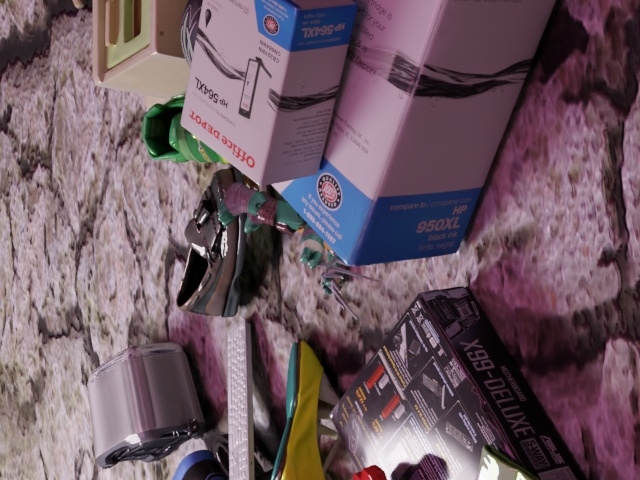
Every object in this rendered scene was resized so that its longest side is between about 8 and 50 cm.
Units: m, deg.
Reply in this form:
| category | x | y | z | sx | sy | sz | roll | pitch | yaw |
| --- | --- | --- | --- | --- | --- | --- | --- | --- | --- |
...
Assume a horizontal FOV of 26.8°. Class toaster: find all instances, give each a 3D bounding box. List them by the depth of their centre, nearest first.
| category | x | y | z | sx | sy | sz | roll | pitch | yaw |
| --- | --- | --- | --- | --- | --- | --- | --- | --- | --- |
| toaster | -0.261 | 0.243 | 1.996 | 0.227 | 0.129 | 0.147 | -36 | 64 | 51 |

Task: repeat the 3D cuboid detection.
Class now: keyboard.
| category | x | y | z | sx | sy | sz | roll | pitch | yaw |
| --- | --- | --- | --- | --- | --- | --- | --- | --- | --- |
| keyboard | -0.111 | 0.237 | 1.830 | 0.072 | 0.014 | 0.256 | -35 | 52 | 54 |

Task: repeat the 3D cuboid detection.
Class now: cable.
| category | x | y | z | sx | sy | sz | roll | pitch | yaw |
| --- | --- | --- | --- | --- | --- | --- | --- | --- | --- |
| cable | -0.055 | 0.332 | 1.814 | 0.287 | 0.072 | 0.140 | 6 | 114 | 65 |

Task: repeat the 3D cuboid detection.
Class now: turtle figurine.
| category | x | y | z | sx | sy | sz | roll | pitch | yaw |
| --- | --- | --- | --- | --- | --- | --- | --- | --- | --- |
| turtle figurine | 0.000 | 0.000 | 1.620 | 0.234 | 0.175 | 0.118 | 24 | 75 | 25 |

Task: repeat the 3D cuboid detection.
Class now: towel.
| category | x | y | z | sx | sy | sz | roll | pitch | yaw |
| --- | --- | --- | --- | --- | --- | --- | --- | --- | --- |
| towel | 0.185 | 0.297 | 1.356 | 0.113 | 0.023 | 0.152 | 30 | 118 | 45 |

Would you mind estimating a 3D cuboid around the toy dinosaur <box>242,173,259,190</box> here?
| category | x | y | z | sx | sy | sz | roll | pitch | yaw |
| --- | --- | --- | --- | --- | --- | --- | --- | --- | --- |
| toy dinosaur | -0.059 | -0.125 | 1.743 | 0.112 | 0.064 | 0.211 | -43 | 67 | 24 |

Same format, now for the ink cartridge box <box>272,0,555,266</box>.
| category | x | y | z | sx | sy | sz | roll | pitch | yaw |
| --- | --- | --- | --- | --- | --- | --- | --- | --- | --- |
| ink cartridge box | 0.073 | -0.216 | 1.444 | 0.285 | 0.166 | 0.395 | 47 | 131 | 40 |

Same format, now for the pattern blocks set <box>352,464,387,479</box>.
| category | x | y | z | sx | sy | sz | roll | pitch | yaw |
| --- | --- | --- | --- | --- | --- | --- | --- | --- | --- |
| pattern blocks set | 0.073 | 0.413 | 1.570 | 0.325 | 0.026 | 0.285 | 119 | 132 | -65 |

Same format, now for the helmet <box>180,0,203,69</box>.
| category | x | y | z | sx | sy | sz | roll | pitch | yaw |
| --- | --- | --- | --- | --- | --- | --- | --- | --- | --- |
| helmet | -0.089 | -0.245 | 1.643 | 0.169 | 0.161 | 0.169 | 48 | 147 | 46 |

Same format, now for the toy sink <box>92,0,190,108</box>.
| category | x | y | z | sx | sy | sz | roll | pitch | yaw |
| --- | --- | --- | --- | --- | --- | --- | --- | --- | --- |
| toy sink | -0.235 | -0.289 | 1.864 | 0.234 | 0.131 | 0.153 | -15 | 72 | 54 |

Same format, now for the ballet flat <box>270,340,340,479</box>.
| category | x | y | z | sx | sy | sz | roll | pitch | yaw |
| --- | --- | --- | --- | --- | --- | --- | --- | --- | --- |
| ballet flat | -0.012 | 0.225 | 1.682 | 0.231 | 0.077 | 0.077 | -82 | 4 | -47 |

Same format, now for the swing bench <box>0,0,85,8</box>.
| category | x | y | z | sx | sy | sz | roll | pitch | yaw |
| --- | --- | --- | --- | --- | --- | --- | --- | --- | --- |
| swing bench | -0.387 | -0.501 | 2.032 | 0.253 | 0.165 | 0.255 | -6 | 89 | 54 |

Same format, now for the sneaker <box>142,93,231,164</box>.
| category | x | y | z | sx | sy | sz | roll | pitch | yaw |
| --- | --- | --- | --- | --- | --- | --- | --- | --- | --- |
| sneaker | -0.180 | -0.159 | 1.798 | 0.295 | 0.123 | 0.110 | -164 | 80 | -73 |

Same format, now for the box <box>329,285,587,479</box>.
| category | x | y | z | sx | sy | sz | roll | pitch | yaw |
| --- | --- | --- | --- | --- | --- | --- | --- | --- | --- |
| box | 0.150 | 0.245 | 1.481 | 0.307 | 0.076 | 0.242 | 60 | 138 | 29 |

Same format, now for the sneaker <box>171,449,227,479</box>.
| category | x | y | z | sx | sy | sz | roll | pitch | yaw |
| --- | --- | --- | --- | --- | --- | --- | --- | --- | --- |
| sneaker | -0.194 | 0.418 | 1.968 | 0.090 | 0.081 | 0.232 | 54 | 134 | 43 |

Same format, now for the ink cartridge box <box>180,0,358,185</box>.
| category | x | y | z | sx | sy | sz | roll | pitch | yaw |
| --- | --- | --- | --- | --- | --- | --- | --- | --- | --- |
| ink cartridge box | -0.057 | -0.180 | 1.392 | 0.148 | 0.085 | 0.203 | 38 | 127 | 35 |

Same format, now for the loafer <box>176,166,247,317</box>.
| category | x | y | z | sx | sy | sz | roll | pitch | yaw |
| --- | --- | --- | --- | --- | --- | --- | --- | --- | --- |
| loafer | -0.146 | 0.013 | 1.780 | 0.268 | 0.084 | 0.096 | 98 | 163 | -47 |
